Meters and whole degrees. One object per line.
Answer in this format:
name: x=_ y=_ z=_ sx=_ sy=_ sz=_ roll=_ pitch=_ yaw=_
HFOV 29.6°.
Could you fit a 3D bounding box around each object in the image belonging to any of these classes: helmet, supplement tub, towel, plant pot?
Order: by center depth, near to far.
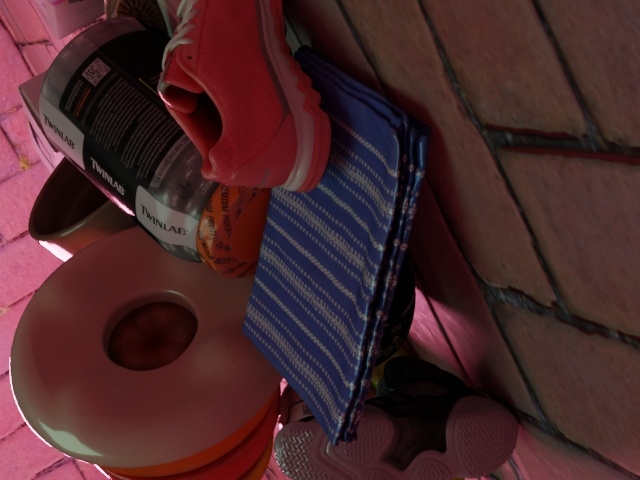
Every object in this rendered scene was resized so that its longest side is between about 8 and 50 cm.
towel: x=0.000 y=0.000 z=1.183 sx=0.243 sy=0.040 sz=0.336 roll=43 pitch=127 yaw=51
helmet: x=0.022 y=0.066 z=1.349 sx=0.169 sy=0.169 sz=0.161 roll=55 pitch=152 yaw=13
supplement tub: x=-0.164 y=-0.106 z=1.395 sx=0.316 sy=0.193 sz=0.194 roll=40 pitch=159 yaw=30
plant pot: x=-0.206 y=-0.037 z=1.736 sx=0.280 sy=0.323 sz=0.323 roll=46 pitch=174 yaw=-27

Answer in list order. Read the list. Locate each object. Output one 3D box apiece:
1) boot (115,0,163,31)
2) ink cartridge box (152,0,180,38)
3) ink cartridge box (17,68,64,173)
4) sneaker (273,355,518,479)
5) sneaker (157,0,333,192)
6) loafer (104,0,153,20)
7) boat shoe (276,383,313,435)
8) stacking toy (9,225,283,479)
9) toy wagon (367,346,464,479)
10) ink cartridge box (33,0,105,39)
boot: x=-0.233 y=-0.267 z=1.537 sx=0.085 sy=0.059 sz=0.158 roll=59 pitch=170 yaw=35
ink cartridge box: x=-0.122 y=-0.204 z=1.502 sx=0.235 sy=0.056 sz=0.171 roll=54 pitch=166 yaw=28
ink cartridge box: x=-0.361 y=-0.209 z=1.986 sx=0.131 sy=0.226 sz=0.306 roll=57 pitch=166 yaw=5
sneaker: x=0.065 y=0.198 z=1.307 sx=0.153 sy=0.268 sz=0.101 roll=-136 pitch=47 yaw=-64
sneaker: x=-0.100 y=-0.184 z=1.162 sx=0.116 sy=0.136 sz=0.314 roll=-54 pitch=53 yaw=49
loafer: x=-0.236 y=-0.337 z=1.581 sx=0.251 sy=0.094 sz=0.088 roll=126 pitch=137 yaw=-66
boat shoe: x=-0.011 y=0.227 z=1.605 sx=0.258 sy=0.095 sz=0.084 roll=114 pitch=155 yaw=-66
stacking toy: x=-0.170 y=0.239 z=1.588 sx=0.350 sy=0.350 sz=0.480 roll=48 pitch=162 yaw=37
toy wagon: x=0.098 y=0.218 z=1.616 sx=0.344 sy=0.068 sz=0.267 roll=49 pitch=164 yaw=34
ink cartridge box: x=-0.403 y=-0.463 z=1.795 sx=0.207 sy=0.119 sz=0.353 roll=58 pitch=167 yaw=4
